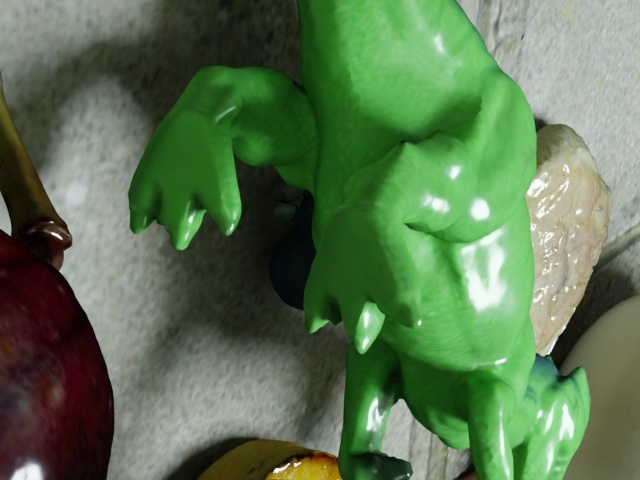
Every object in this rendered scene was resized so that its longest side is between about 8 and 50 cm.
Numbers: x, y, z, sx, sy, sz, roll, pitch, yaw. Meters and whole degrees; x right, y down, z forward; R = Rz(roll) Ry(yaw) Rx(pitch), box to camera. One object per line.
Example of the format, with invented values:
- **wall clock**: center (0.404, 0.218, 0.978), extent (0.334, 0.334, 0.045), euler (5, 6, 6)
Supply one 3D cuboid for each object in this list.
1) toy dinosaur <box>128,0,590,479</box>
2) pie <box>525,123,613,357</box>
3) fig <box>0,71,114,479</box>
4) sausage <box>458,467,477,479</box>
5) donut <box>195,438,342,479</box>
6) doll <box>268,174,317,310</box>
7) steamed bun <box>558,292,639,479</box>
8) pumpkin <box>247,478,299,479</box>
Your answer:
- **toy dinosaur**: center (0.084, -0.082, 0.716), extent (0.374, 0.144, 0.499), euler (13, 85, -56)
- **pie**: center (0.137, 0.019, 0.979), extent (0.218, 0.052, 0.185), euler (-62, 149, -5)
- **fig**: center (-0.138, 0.055, 0.455), extent (0.249, 0.204, 0.186), euler (-33, 119, -46)
- **sausage**: center (0.110, 0.199, 1.073), extent (0.116, 0.026, 0.026), euler (-27, 130, -47)
- **donut**: center (-0.035, 0.181, 0.817), extent (0.152, 0.058, 0.151), euler (-32, 132, -43)
- **doll**: center (0.000, 0.000, 0.770), extent (0.076, 0.050, 0.083), euler (-3, 113, -51)
- **steamed bun**: center (0.288, 0.188, 1.158), extent (0.324, 0.206, 0.324), euler (-36, 136, -44)
- **pumpkin**: center (-0.026, 0.277, 0.620), extent (0.291, 0.258, 0.327), euler (67, 37, -51)
